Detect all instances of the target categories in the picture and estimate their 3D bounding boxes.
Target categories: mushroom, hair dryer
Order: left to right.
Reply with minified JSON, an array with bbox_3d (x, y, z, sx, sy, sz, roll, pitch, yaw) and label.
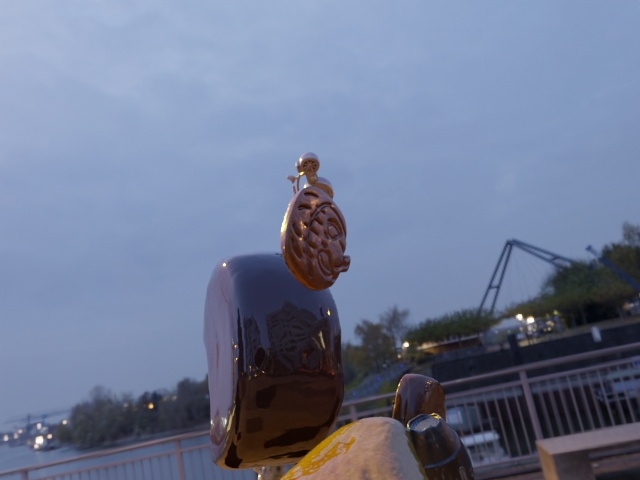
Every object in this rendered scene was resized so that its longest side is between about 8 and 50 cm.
[{"bbox_3d":[-0.111,0.497,1.326,0.068,0.083,0.083,20,-13,1],"label":"mushroom"},{"bbox_3d":[0.106,0.385,0.806,0.272,0.235,0.091,-20,5,-32],"label":"hair dryer"}]

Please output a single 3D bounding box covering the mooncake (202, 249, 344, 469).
[{"bbox_3d":[-0.082,0.191,0.940,0.174,0.333,0.326,0,23,-22],"label":"mooncake"}]

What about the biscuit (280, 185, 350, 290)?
[{"bbox_3d":[0.000,0.000,0.494,0.015,0.091,0.078,-20,-47,36],"label":"biscuit"}]

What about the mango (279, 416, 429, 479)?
[{"bbox_3d":[0.017,0.245,0.460,0.177,0.119,0.317,-16,19,19],"label":"mango"}]

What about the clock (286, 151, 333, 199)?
[{"bbox_3d":[-0.023,-0.123,1.281,0.087,0.041,0.129,-14,-52,6],"label":"clock"}]

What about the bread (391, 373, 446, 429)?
[{"bbox_3d":[0.174,0.290,1.008,0.044,0.129,0.126,-23,-44,40],"label":"bread"}]
